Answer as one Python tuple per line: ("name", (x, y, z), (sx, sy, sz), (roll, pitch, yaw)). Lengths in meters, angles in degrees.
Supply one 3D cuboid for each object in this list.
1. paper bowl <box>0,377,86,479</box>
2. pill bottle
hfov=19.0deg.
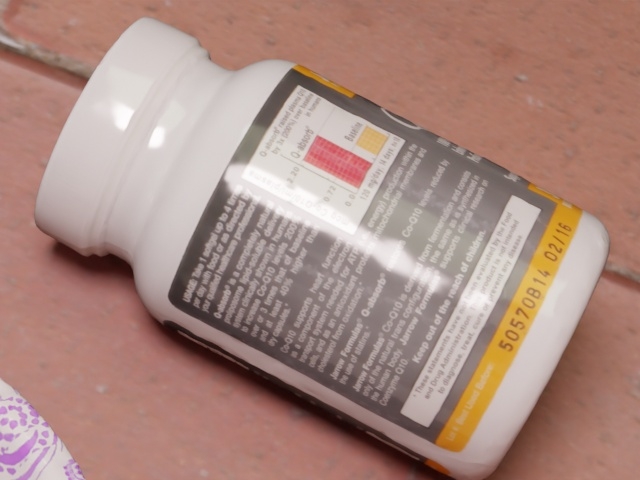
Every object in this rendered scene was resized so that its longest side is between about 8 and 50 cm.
("paper bowl", (-0.233, 0.168, 0.769), (0.284, 0.148, 0.284), (12, 45, -12))
("pill bottle", (0.000, 0.000, 1.023), (0.278, 0.162, 0.162), (28, 44, 4))
